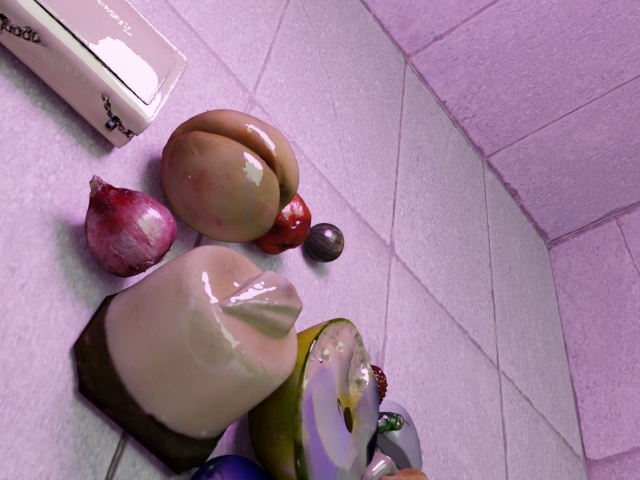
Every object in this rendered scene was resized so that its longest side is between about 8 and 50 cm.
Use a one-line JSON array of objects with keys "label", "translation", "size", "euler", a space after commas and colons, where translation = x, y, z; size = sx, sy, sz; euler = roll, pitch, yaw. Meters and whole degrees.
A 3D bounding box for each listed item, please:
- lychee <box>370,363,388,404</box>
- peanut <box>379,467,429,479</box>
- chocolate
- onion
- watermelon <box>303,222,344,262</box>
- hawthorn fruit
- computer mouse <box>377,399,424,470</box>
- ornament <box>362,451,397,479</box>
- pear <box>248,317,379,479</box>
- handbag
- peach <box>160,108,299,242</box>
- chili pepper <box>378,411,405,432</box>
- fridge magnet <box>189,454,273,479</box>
[{"label": "lychee", "translation": [0.101, 0.347, 1.767], "size": [0.123, 0.123, 0.129], "euler": [21, 57, -50]}, {"label": "peanut", "translation": [0.183, 0.588, 1.711], "size": [0.226, 0.095, 0.108], "euler": [10, 61, -54]}, {"label": "chocolate", "translation": [-0.194, 0.167, 1.268], "size": [0.314, 0.297, 0.326], "euler": [47, 33, -17]}, {"label": "onion", "translation": [-0.353, -0.032, 1.327], "size": [0.195, 0.159, 0.159], "euler": [54, 30, -14]}, {"label": "watermelon", "translation": [0.000, 0.000, 1.920], "size": [0.133, 0.105, 0.105], "euler": [27, 42, -27]}, {"label": "hawthorn fruit", "translation": [-0.100, -0.059, 1.752], "size": [0.173, 0.173, 0.179], "euler": [40, 36, -35]}, {"label": "computer mouse", "translation": [0.207, 0.493, 1.857], "size": [0.231, 0.079, 0.128], "euler": [48, 33, -29]}, {"label": "ornament", "translation": [0.092, 0.528, 1.611], "size": [0.156, 0.075, 0.081], "euler": [-29, 129, -43]}, {"label": "pear", "translation": [-0.027, 0.340, 1.470], "size": [0.399, 0.165, 0.398], "euler": [-5, 90, -66]}, {"label": "handbag", "translation": [-0.461, -0.377, 1.447], "size": [0.358, 0.160, 0.236], "euler": [44, 39, -27]}, {"label": "peach", "translation": [-0.195, -0.137, 1.569], "size": [0.247, 0.292, 0.292], "euler": [96, -11, -56]}, {"label": "chili pepper", "translation": [0.119, 0.448, 1.728], "size": [0.182, 0.050, 0.073], "euler": [-30, 63, -37]}, {"label": "fridge magnet", "translation": [-0.141, 0.496, 1.247], "size": [0.265, 0.113, 0.265], "euler": [40, 35, -36]}]
